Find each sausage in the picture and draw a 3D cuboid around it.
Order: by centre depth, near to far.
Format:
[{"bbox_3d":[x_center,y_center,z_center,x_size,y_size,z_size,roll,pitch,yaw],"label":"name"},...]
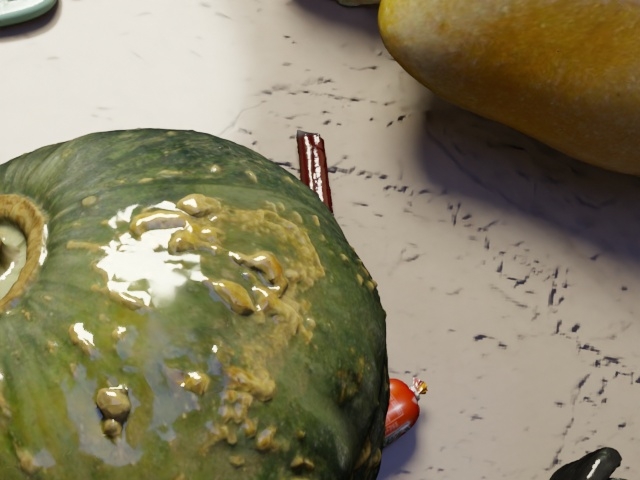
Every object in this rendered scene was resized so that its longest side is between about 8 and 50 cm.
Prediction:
[{"bbox_3d":[0.015,0.134,0.753,0.145,0.048,0.050,-28,82,-21],"label":"sausage"}]

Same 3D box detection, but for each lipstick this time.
[{"bbox_3d":[0.000,0.000,0.814,0.027,0.027,0.177,-2,68,-10],"label":"lipstick"}]

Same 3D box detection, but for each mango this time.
[{"bbox_3d":[0.229,-0.155,0.816,0.383,0.199,0.222,0,90,-5],"label":"mango"}]

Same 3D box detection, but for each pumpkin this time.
[{"bbox_3d":[-0.120,0.094,0.617,0.327,0.257,0.292,-15,43,8],"label":"pumpkin"}]

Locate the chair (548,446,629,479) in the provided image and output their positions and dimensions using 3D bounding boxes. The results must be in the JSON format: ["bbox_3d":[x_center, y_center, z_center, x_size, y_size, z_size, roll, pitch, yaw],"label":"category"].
[{"bbox_3d":[0.137,0.190,0.696,0.221,0.140,0.145,29,77,7],"label":"chair"}]

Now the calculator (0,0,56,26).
[{"bbox_3d":[-0.250,-0.203,0.849,0.153,0.021,0.095,-14,72,-14],"label":"calculator"}]

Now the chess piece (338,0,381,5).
[{"bbox_3d":[0.060,-0.388,0.926,0.117,0.117,0.397,13,66,-4],"label":"chess piece"}]
